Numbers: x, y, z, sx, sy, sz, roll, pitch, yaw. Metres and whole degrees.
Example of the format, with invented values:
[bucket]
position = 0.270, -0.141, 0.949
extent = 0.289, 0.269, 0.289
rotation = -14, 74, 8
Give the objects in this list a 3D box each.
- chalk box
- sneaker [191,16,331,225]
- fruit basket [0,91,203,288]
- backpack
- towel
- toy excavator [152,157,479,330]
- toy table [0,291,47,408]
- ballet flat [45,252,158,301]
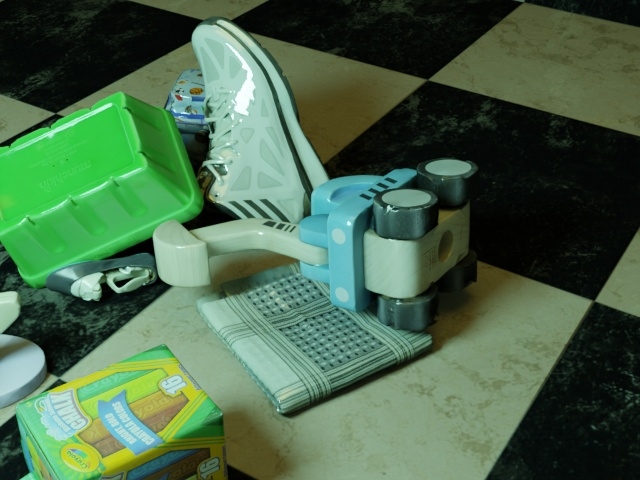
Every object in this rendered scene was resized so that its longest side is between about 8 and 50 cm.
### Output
[chalk box]
position = -0.291, 0.299, 1.262
extent = 0.289, 0.179, 0.180
rotation = -22, 40, -29
[sneaker]
position = -0.173, -0.196, 1.808
extent = 0.257, 0.447, 0.169
rotation = -33, 7, -32
[fruit basket]
position = -0.410, -0.089, 1.775
extent = 0.392, 0.392, 0.283
rotation = -13, 65, -20
[backpack]
position = -0.213, -0.253, 2.047
extent = 0.263, 0.213, 0.276
rotation = 11, 32, -4
[towel]
position = -0.018, 0.135, 1.613
extent = 0.312, 0.056, 0.324
rotation = -20, 39, -27
[toy excavator]
position = 0.000, 0.000, 1.632
extent = 0.445, 0.222, 0.433
rotation = 13, 29, 33
[toy table]
position = -0.581, 0.162, 1.470
extent = 0.274, 0.161, 0.252
rotation = -14, 37, -18
[ballet flat]
position = -0.384, 0.069, 1.687
extent = 0.203, 0.074, 0.074
rotation = -11, 36, -23
